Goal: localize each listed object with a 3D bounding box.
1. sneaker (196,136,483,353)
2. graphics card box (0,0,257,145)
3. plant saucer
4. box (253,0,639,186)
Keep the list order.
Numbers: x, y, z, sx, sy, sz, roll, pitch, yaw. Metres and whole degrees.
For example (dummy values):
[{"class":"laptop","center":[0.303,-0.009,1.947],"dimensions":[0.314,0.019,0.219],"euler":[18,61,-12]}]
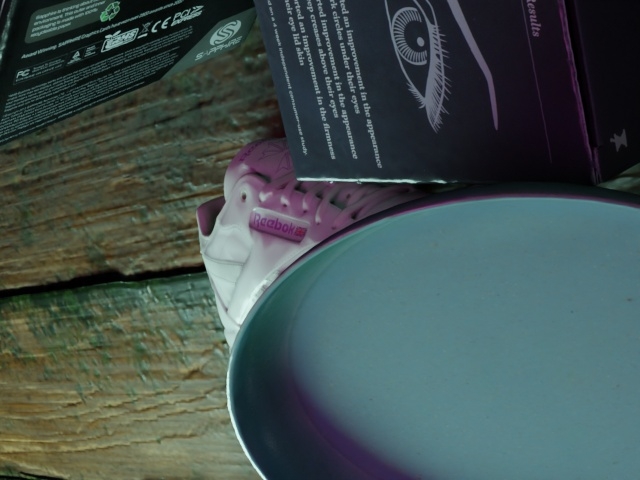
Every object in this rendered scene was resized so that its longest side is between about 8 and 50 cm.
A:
[{"class":"sneaker","center":[0.000,0.000,0.775],"dimensions":[0.305,0.114,0.152],"euler":[-22,91,58]},{"class":"graphics card box","center":[-0.084,-0.228,0.669],"dimensions":[0.094,0.233,0.371],"euler":[44,137,15]},{"class":"plant saucer","center":[0.111,0.081,0.660],"dimensions":[0.317,0.044,0.318],"euler":[5,134,5]},{"class":"box","center":[0.075,-0.115,0.657],"dimensions":[0.207,0.108,0.153],"euler":[5,115,44]}]
